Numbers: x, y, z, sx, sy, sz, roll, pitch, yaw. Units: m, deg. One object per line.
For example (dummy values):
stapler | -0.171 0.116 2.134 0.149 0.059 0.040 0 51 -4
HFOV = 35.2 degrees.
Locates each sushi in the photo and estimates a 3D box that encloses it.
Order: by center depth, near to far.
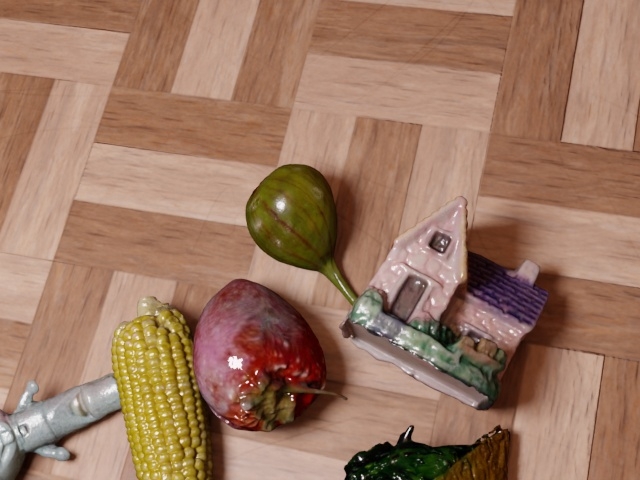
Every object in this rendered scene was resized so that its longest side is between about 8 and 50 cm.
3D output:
sushi | 0.131 0.331 1.362 0.287 0.149 0.140 -28 62 4

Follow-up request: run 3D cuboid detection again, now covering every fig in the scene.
fig | 0.000 0.000 1.551 0.259 0.151 0.151 46 81 -9

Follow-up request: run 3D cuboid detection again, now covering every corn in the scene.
corn | -0.228 0.249 1.473 0.130 0.130 0.347 -14 70 4

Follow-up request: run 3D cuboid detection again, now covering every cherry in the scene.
cherry | -0.094 0.158 1.460 0.192 0.175 0.249 -8 56 -19

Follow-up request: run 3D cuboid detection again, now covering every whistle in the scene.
whistle | -0.459 0.292 1.508 0.346 0.133 0.142 -23 62 -10

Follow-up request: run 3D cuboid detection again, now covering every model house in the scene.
model house | 0.186 0.080 1.416 0.237 0.202 0.237 27 77 14
